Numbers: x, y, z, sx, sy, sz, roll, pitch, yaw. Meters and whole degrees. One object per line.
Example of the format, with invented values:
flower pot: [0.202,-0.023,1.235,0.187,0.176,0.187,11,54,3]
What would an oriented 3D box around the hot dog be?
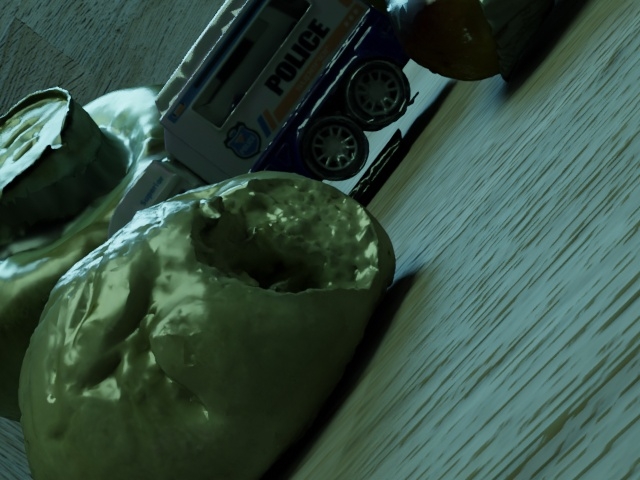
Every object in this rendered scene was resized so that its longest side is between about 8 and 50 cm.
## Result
hot dog: [0.059,-0.190,0.783,0.270,0.081,0.163,-113,14,-60]

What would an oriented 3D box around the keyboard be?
keyboard: [0.002,0.001,1.011,0.196,0.015,0.074,-52,1,12]

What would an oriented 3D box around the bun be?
bun: [-0.060,0.045,0.634,0.193,0.128,0.178,-48,5,28]

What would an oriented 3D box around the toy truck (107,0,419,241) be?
toy truck: [-0.052,-0.070,1.022,0.268,0.155,0.124,-53,1,1]

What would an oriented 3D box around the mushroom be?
mushroom: [-0.200,0.007,1.233,0.352,0.260,0.352,-26,33,18]

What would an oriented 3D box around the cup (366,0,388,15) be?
cup: [0.116,-0.280,1.360,0.155,0.131,0.176,-50,-21,-12]
